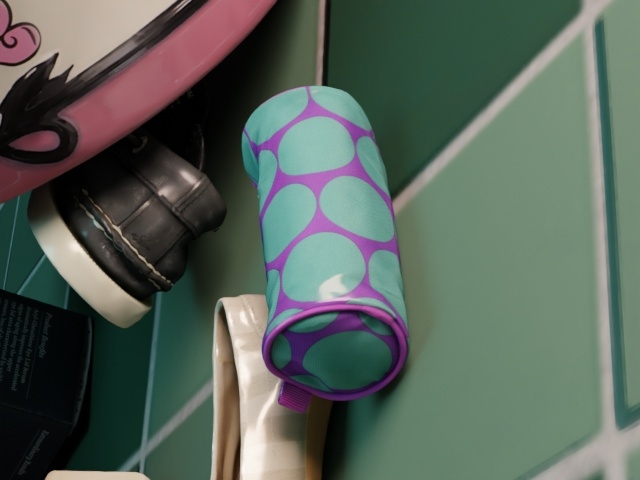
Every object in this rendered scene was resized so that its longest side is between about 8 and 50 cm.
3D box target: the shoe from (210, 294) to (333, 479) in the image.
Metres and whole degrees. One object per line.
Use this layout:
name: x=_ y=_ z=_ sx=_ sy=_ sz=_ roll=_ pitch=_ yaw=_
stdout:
shoe: x=-0.032 y=0.126 z=0.726 sx=0.076 sy=0.058 sz=0.219 roll=141 pitch=139 yaw=-57

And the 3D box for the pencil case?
pencil case: x=0.000 y=0.000 z=0.728 sx=0.070 sy=0.064 sz=0.152 roll=-42 pitch=35 yaw=29

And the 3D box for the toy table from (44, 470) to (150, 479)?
toy table: x=-0.223 y=0.211 z=0.944 sx=0.252 sy=0.274 sz=0.161 roll=78 pitch=-158 yaw=-54

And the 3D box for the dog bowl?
dog bowl: x=-0.186 y=-0.166 z=0.962 sx=0.408 sy=0.150 sz=0.408 roll=-24 pitch=28 yaw=14

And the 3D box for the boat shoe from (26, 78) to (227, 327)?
boat shoe: x=-0.121 y=-0.068 z=1.028 sx=0.113 sy=0.127 sz=0.340 roll=-40 pitch=20 yaw=8

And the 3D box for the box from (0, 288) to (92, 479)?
box: x=-0.295 y=0.110 z=1.197 sx=0.153 sy=0.207 sz=0.108 roll=-54 pitch=25 yaw=41
